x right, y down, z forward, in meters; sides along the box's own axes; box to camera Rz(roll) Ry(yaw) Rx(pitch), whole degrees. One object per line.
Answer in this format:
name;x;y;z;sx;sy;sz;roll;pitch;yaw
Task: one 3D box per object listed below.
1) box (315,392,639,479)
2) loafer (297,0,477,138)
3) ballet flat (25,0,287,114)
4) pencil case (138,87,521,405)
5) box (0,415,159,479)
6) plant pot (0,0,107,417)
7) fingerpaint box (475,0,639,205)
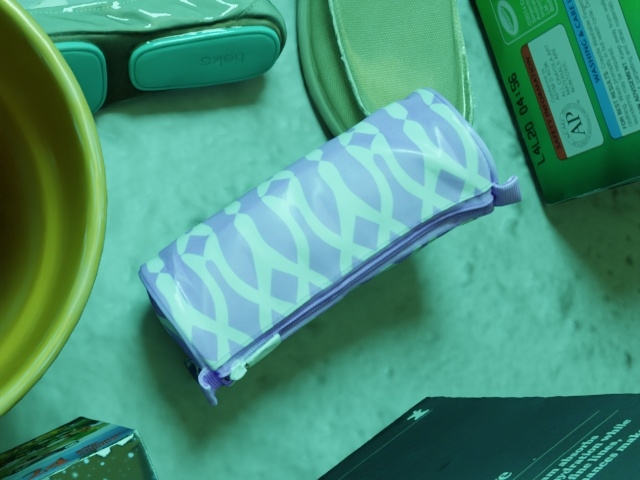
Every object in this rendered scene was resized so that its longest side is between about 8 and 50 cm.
box;0.042;0.226;0.382;0.343;0.312;0.179;-32;94;-23
loafer;0.038;-0.168;0.571;0.102;0.092;0.268;-13;86;-24
ballet flat;-0.124;-0.111;0.519;0.213;0.072;0.068;-16;59;-25
pencil case;0.000;0.000;0.500;0.206;0.088;0.086;-35;139;-5
box;-0.191;0.146;0.384;0.233;0.159;0.044;-23;92;-24
plant pot;-0.208;-0.003;0.388;0.205;0.188;0.205;4;80;-21
fingerpaint box;0.272;-0.292;0.651;0.371;0.163;0.444;-19;88;-23
